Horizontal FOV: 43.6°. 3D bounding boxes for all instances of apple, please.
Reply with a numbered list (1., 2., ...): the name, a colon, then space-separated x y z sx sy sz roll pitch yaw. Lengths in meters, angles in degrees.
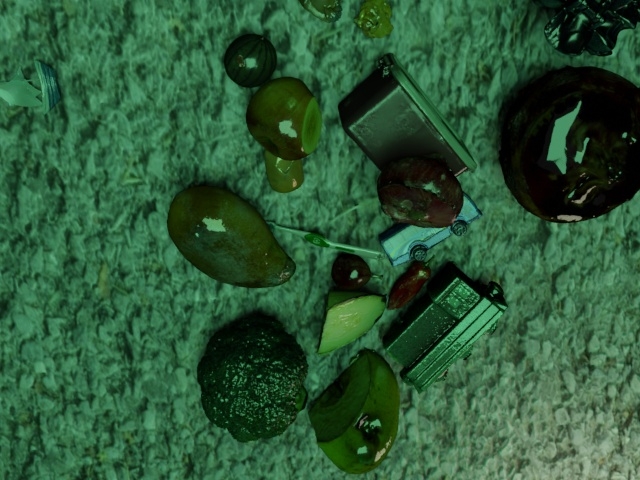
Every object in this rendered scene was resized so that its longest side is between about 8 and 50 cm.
1. apple: -0.069 -0.255 1.651 0.163 0.146 0.147 36 76 14

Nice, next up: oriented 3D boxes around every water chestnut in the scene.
1. water chestnut: 0.550 -0.195 1.682 0.350 0.302 0.350 -2 116 -4

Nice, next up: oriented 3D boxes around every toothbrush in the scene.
1. toothbrush: 0.000 -0.001 1.811 0.304 0.030 0.030 14 109 -5

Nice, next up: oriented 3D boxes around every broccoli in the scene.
1. broccoli: -0.145 0.319 1.847 0.297 0.297 0.297 -36 150 7

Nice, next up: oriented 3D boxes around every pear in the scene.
1. pear: 0.110 0.419 1.898 0.164 0.255 0.238 39 97 -18

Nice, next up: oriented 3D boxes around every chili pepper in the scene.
1. chili pepper: 0.216 0.100 1.892 0.059 0.050 0.191 28 118 -20

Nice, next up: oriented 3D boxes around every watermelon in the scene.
1. watermelon: -0.135 -0.374 1.620 0.105 0.105 0.133 28 122 -17

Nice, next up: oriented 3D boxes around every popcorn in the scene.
1. popcorn: 0.104 -0.456 1.654 0.084 0.084 0.084 -3 112 -7

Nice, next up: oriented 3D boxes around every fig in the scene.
1. fig: 0.088 0.078 1.857 0.125 0.089 0.089 17 110 -41

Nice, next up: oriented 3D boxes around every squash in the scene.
1. squash: 0.060 0.163 1.887 0.184 0.085 0.192 -18 143 -28

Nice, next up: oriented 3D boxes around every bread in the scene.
1. bread: -0.078 -0.158 1.744 0.082 0.056 0.115 -7 112 -4

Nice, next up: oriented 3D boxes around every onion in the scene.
1. onion: 0.206 -0.105 1.586 0.184 0.184 0.147 41 65 -20

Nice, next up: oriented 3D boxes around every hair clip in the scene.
1. hair clip: 0.525 -0.492 1.601 0.310 0.206 0.194 32 123 -19

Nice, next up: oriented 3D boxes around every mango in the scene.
1. mango: -0.193 0.002 1.745 0.316 0.146 0.193 36 121 -25

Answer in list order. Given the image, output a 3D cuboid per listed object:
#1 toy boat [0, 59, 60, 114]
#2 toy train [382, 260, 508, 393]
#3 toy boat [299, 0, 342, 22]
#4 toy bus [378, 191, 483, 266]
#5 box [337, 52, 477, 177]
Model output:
1. toy boat: -0.598 -0.298 1.628 0.149 0.034 0.105 -27 111 3
2. toy train: 0.285 0.200 1.904 0.178 0.138 0.330 40 104 -10
3. toy boat: 0.043 -0.592 1.571 0.121 0.089 0.321 8 109 -17
4. toy bus: 0.248 -0.030 1.828 0.236 0.079 0.094 -32 111 6
5. box: 0.175 -0.226 1.683 0.167 0.193 0.294 -38 113 14
